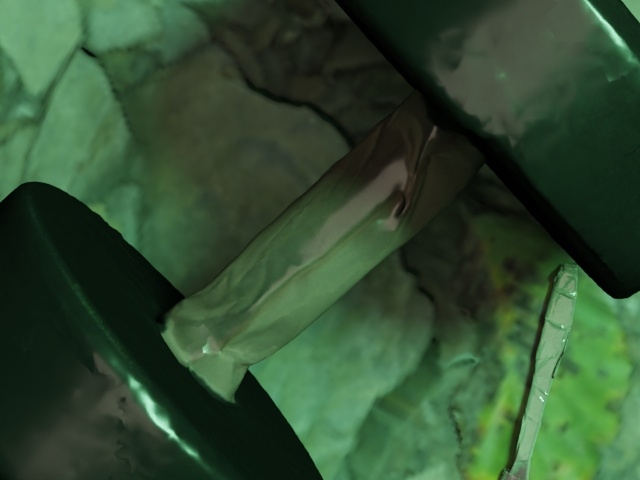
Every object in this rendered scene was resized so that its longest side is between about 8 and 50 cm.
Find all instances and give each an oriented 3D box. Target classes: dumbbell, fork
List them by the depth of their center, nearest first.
[{"bbox_3d":[0.000,0.000,0.518,0.218,0.152,0.152,-41,86,5],"label":"dumbbell"},{"bbox_3d":[0.073,0.064,0.582,0.016,0.012,0.115,14,87,1],"label":"fork"}]
